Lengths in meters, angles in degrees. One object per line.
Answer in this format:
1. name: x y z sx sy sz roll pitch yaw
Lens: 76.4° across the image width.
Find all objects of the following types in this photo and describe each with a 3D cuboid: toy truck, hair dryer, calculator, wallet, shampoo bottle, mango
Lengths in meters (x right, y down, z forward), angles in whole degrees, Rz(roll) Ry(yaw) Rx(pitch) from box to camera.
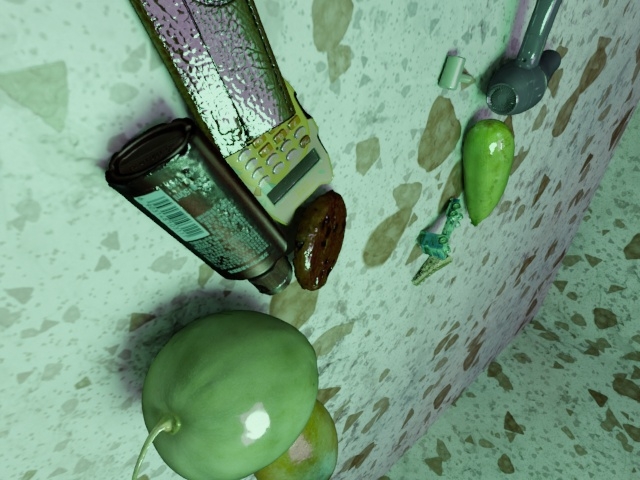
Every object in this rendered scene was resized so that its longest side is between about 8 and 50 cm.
1. toy truck: 0.329 -0.038 1.109 0.175 0.081 0.067 -65 147 -18
2. hair dryer: 0.294 -0.346 0.848 0.124 0.038 0.063 -18 130 -46
3. calculator: -0.068 -0.135 0.616 0.157 0.033 0.236 -45 140 -10
4. wallet: -0.118 -0.224 0.465 0.133 0.039 0.243 -36 132 -16
5. shampoo bottle: -0.135 -0.020 0.578 0.129 0.084 0.323 -28 143 7
6. hair dryer: 0.498 -0.470 0.886 0.301 0.121 0.361 -39 149 -33
7. mango: -0.067 0.470 0.961 0.222 0.199 0.383 -23 121 -26

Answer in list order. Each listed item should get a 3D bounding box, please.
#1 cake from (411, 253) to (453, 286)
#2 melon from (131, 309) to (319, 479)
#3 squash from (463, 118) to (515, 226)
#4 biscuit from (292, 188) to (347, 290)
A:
1. cake: 0.326 0.079 1.223 0.140 0.055 0.051 -38 145 7
2. melon: -0.135 0.236 0.651 0.271 0.272 0.308 -52 161 -3
3. squash: 0.441 -0.165 1.081 0.118 0.118 0.370 -43 143 -15
4. biscuit: 0.000 0.000 0.739 0.192 0.050 0.191 13 90 -74
